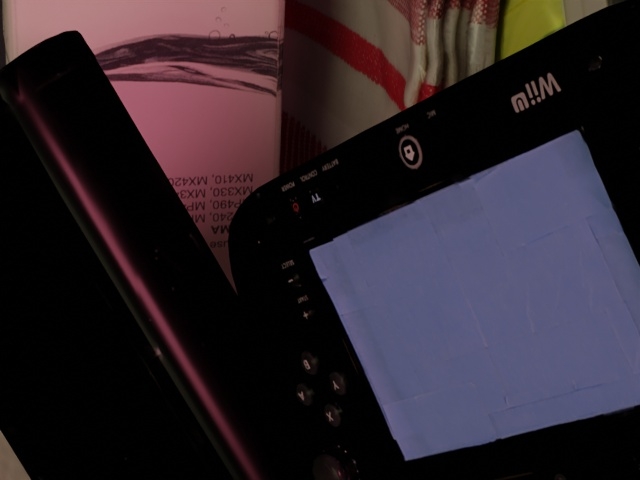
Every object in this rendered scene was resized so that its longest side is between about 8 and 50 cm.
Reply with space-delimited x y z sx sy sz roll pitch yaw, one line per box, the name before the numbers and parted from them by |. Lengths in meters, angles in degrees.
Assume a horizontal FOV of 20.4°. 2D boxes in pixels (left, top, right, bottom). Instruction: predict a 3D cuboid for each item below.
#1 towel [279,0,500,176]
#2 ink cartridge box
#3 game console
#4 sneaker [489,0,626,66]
towel | 0.000 0.000 0.669 0.237 0.037 0.329 -132 43 -66
ink cartridge box | -0.076 -0.110 0.670 0.172 0.100 0.237 -115 25 -60
game console | -0.006 0.021 0.493 0.361 0.044 0.213 -24 99 54
sneaker | 0.091 0.018 0.608 0.147 0.145 0.384 -3 98 39
